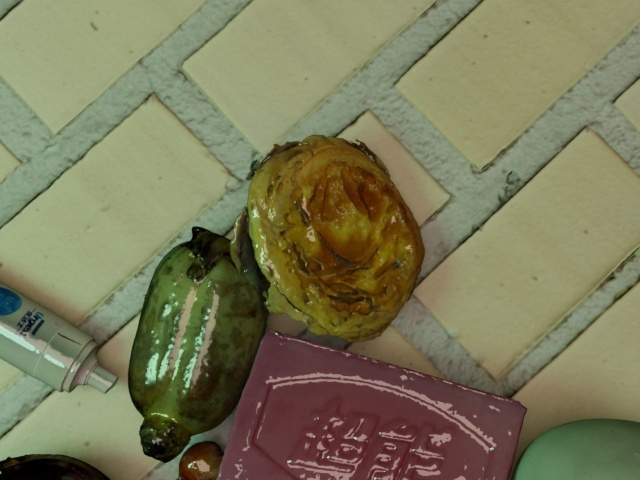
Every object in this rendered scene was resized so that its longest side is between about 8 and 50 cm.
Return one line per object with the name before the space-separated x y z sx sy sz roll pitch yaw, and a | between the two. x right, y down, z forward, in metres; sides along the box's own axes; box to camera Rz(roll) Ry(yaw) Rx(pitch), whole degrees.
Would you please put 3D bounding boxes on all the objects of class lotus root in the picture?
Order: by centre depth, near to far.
lotus root | -0.172 0.140 1.469 0.173 0.173 0.309 16 85 2

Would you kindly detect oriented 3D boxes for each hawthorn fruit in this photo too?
hawthorn fruit | -0.172 0.315 1.497 0.103 0.067 0.067 -32 87 -14

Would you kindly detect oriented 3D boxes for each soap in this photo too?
soap | 0.067 0.279 1.440 0.359 0.128 0.233 15 74 7

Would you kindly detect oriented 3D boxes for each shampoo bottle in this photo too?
shampoo bottle | -0.412 0.122 1.502 0.303 0.092 0.092 30 87 3

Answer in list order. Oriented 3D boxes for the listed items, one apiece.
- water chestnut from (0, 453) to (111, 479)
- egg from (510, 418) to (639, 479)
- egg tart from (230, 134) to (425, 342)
water chestnut | -0.375 0.431 1.424 0.300 0.300 0.300 0 86 1
egg | 0.414 0.355 1.406 0.371 0.230 0.230 22 87 -13
egg tart | 0.000 0.000 1.470 0.297 0.132 0.297 6 80 -37
